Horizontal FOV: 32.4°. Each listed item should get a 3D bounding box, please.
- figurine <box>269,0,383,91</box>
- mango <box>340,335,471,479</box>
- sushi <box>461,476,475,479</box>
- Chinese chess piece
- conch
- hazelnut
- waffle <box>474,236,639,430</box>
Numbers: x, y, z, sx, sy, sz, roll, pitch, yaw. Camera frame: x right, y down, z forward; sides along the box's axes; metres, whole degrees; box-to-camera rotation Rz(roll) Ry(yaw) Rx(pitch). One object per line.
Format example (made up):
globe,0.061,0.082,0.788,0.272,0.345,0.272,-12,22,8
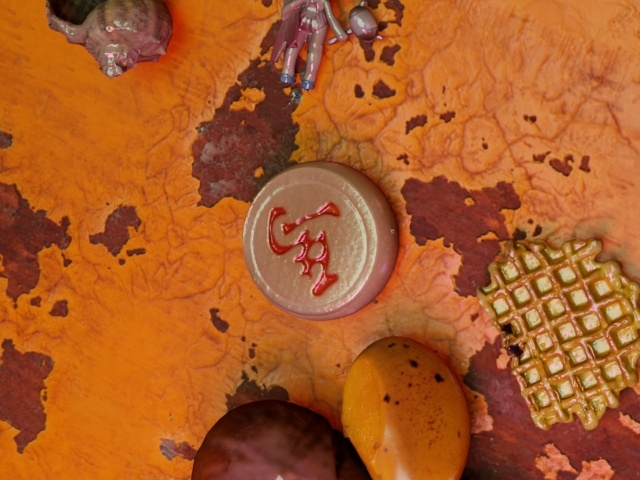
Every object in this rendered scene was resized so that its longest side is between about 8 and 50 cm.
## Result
figurine,0.003,-0.373,1.819,0.205,0.103,0.260,22,109,22
mango,0.143,0.290,1.716,0.160,0.191,0.290,-48,37,43
sushi,0.211,0.456,1.688,0.126,0.225,0.136,-37,87,21
Chinese chess piece,0.000,0.000,1.829,0.273,0.102,0.273,1,92,22
conch,-0.358,-0.392,1.942,0.210,0.159,0.291,-7,50,14
hazelnut,-0.049,0.426,1.744,0.372,0.372,0.315,26,65,20
waffle,0.366,0.136,1.706,0.283,0.065,0.309,20,96,18
